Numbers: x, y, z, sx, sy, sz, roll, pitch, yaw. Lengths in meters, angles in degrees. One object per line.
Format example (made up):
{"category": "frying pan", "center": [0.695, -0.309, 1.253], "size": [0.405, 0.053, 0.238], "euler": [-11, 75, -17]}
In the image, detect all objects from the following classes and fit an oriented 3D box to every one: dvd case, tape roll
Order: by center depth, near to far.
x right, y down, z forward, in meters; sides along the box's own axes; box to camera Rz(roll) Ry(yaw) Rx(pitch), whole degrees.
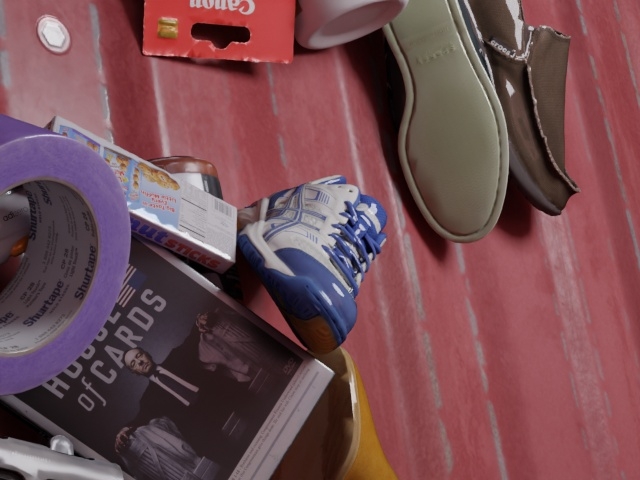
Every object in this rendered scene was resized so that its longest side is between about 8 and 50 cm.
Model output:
{"category": "tape roll", "center": [-0.229, 0.008, 0.963], "size": [0.189, 0.080, 0.189], "euler": [-25, 123, -45]}
{"category": "dvd case", "center": [-0.129, 0.110, 1.098], "size": [0.239, 0.029, 0.179], "euler": [37, 68, -9]}

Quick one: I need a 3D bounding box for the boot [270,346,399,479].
{"category": "boot", "center": [0.057, 0.256, 1.298], "size": [0.211, 0.104, 0.295], "euler": [19, 64, -47]}

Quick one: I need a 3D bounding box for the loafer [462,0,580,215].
{"category": "loafer", "center": [0.243, -0.206, 1.636], "size": [0.134, 0.130, 0.366], "euler": [-56, 125, -77]}

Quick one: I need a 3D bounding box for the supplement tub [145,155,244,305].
{"category": "supplement tub", "center": [-0.123, 0.033, 1.193], "size": [0.106, 0.106, 0.198], "euler": [2, 70, -47]}

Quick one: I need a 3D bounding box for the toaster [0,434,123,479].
{"category": "toaster", "center": [-0.240, 0.225, 0.972], "size": [0.168, 0.110, 0.185], "euler": [23, 56, -38]}

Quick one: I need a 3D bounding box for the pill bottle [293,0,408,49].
{"category": "pill bottle", "center": [-0.005, -0.334, 1.472], "size": [0.131, 0.131, 0.229], "euler": [-12, 77, -49]}

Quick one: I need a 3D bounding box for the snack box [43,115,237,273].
{"category": "snack box", "center": [-0.145, -0.036, 1.107], "size": [0.178, 0.022, 0.064], "euler": [28, 41, -28]}

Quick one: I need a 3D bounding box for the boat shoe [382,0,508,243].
{"category": "boat shoe", "center": [0.138, -0.167, 1.565], "size": [0.113, 0.127, 0.340], "euler": [-21, 92, -77]}

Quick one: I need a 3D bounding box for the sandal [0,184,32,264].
{"category": "sandal", "center": [-0.269, -0.013, 1.061], "size": [0.265, 0.102, 0.076], "euler": [-38, 103, -47]}

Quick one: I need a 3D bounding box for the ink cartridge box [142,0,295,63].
{"category": "ink cartridge box", "center": [-0.083, -0.290, 1.340], "size": [0.181, 0.056, 0.224], "euler": [-1, 96, -34]}

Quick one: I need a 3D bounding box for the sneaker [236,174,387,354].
{"category": "sneaker", "center": [0.000, 0.000, 1.208], "size": [0.112, 0.131, 0.296], "euler": [61, -2, -20]}
